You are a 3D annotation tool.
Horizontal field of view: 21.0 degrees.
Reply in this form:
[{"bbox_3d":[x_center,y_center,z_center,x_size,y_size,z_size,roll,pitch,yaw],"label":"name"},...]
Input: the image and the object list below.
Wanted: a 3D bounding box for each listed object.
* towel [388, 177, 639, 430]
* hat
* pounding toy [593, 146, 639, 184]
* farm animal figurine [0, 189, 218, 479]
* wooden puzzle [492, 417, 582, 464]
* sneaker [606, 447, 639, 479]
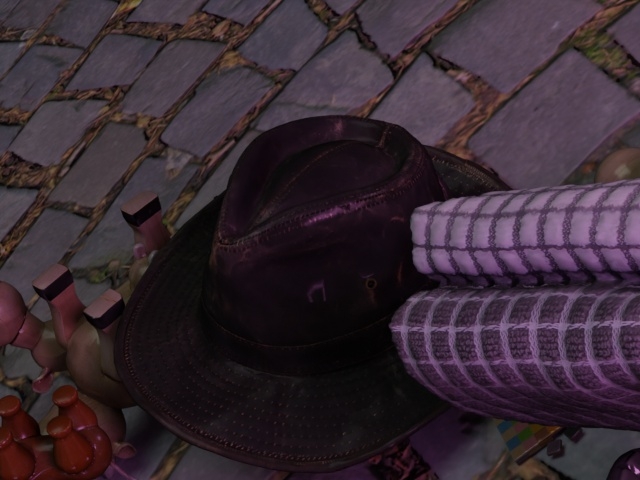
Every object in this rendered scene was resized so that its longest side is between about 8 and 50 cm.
[{"bbox_3d":[0.213,0.054,0.887,0.235,0.284,0.121,-7,71,52],"label":"towel"},{"bbox_3d":[0.000,0.000,1.223,0.331,0.134,0.331,-7,43,7],"label":"hat"},{"bbox_3d":[0.270,-0.057,1.108,0.183,0.110,0.237,-41,30,3],"label":"pounding toy"},{"bbox_3d":[-0.194,0.094,1.417,0.327,0.172,0.330,-29,42,-12],"label":"farm animal figurine"},{"bbox_3d":[0.141,0.119,1.141,0.049,0.006,0.083,-38,30,9],"label":"wooden puzzle"},{"bbox_3d":[0.153,0.202,0.900,0.106,0.101,0.267,-49,2,32],"label":"sneaker"}]
